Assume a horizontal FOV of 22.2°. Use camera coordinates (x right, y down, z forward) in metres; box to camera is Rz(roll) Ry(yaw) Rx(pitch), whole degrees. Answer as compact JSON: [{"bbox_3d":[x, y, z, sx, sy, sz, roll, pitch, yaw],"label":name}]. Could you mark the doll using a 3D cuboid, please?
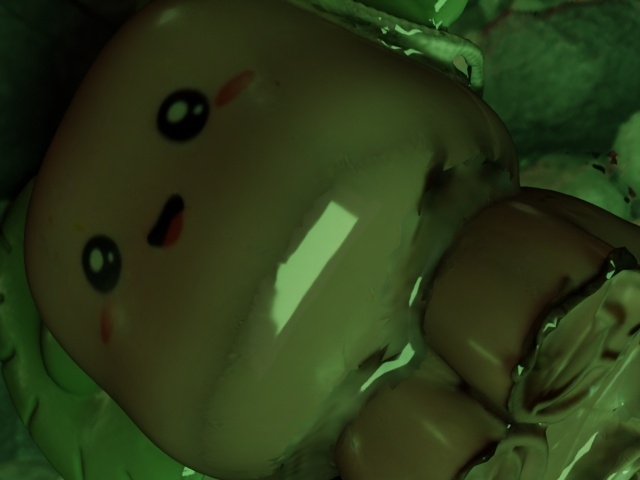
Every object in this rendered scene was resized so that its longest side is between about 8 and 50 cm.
[{"bbox_3d":[0.000,0.000,0.617,0.216,0.268,0.284,13,113,-53],"label":"doll"}]
